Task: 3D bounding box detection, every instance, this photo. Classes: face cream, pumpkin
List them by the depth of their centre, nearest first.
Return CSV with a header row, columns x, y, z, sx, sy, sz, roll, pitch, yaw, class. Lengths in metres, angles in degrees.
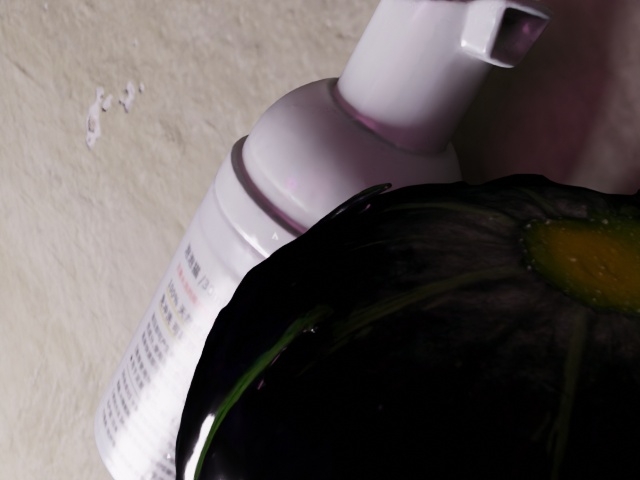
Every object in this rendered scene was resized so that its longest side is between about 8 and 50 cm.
x,y,z,sx,sy,sz,roll,pitch,yaw,class
0.080,0.125,0.436,0.296,0.296,0.295,2,93,42,pumpkin
0.000,0.000,0.600,0.145,0.145,0.369,47,119,31,face cream
